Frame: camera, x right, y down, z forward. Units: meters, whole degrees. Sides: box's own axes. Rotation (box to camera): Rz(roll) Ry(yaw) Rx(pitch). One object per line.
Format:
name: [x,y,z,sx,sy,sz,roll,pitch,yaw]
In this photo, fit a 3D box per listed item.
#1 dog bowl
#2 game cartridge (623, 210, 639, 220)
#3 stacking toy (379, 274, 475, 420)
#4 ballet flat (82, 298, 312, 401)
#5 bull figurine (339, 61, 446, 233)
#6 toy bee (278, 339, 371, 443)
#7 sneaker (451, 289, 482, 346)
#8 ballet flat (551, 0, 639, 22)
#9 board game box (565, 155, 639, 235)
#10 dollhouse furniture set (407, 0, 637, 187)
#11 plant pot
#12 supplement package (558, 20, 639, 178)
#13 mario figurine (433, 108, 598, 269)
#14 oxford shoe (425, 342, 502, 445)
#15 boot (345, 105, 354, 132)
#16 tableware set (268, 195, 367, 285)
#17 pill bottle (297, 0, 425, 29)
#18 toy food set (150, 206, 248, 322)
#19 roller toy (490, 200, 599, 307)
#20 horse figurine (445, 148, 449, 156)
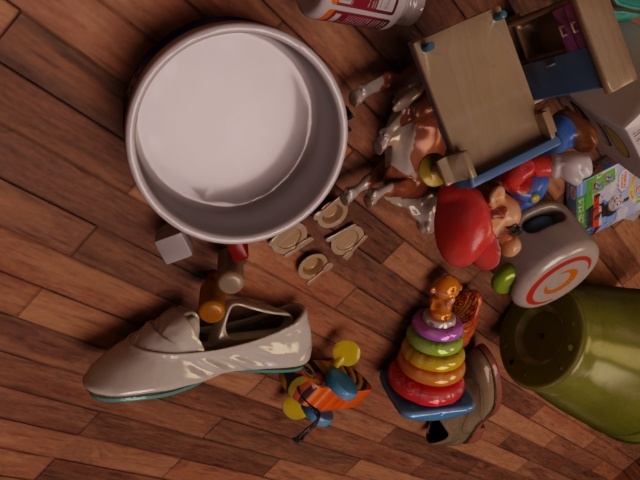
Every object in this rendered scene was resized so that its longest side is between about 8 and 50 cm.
dog bowl: [-0.106,-0.136,0.859,0.264,0.104,0.265,-7,115,-16]
game cartridge: [0.696,-0.080,1.541,0.056,0.017,0.083,7,123,-32]
stacking toy: [0.231,0.199,1.415,0.175,0.166,0.302,-3,118,-16]
ballet flat: [-0.183,0.159,1.133,0.400,0.139,0.139,-2,128,-36]
bull figurine: [0.131,-0.131,1.065,0.188,0.101,0.310,-26,136,-28]
toy bee: [-0.008,0.258,1.321,0.195,0.162,0.298,-42,163,-5]
sneaker: [0.307,0.163,1.491,0.067,0.064,0.175,-29,147,-36]
ballet flat: [0.396,-0.365,1.038,0.247,0.087,0.083,-3,86,-40]
board game box: [0.599,-0.105,1.431,0.211,0.039,0.160,-27,131,-10]
dollhouse furniture set: [0.205,-0.250,0.938,0.303,0.198,0.286,-28,102,-14]
plant pot: [0.606,0.249,1.566,0.353,0.366,0.366,18,117,-29]
supplement package: [0.517,-0.231,1.159,0.149,0.194,0.203,-45,136,9]
mario figurine: [0.312,-0.056,1.094,0.320,0.170,0.198,-40,143,-22]
oxford shoe: [0.332,0.383,1.648,0.130,0.123,0.348,-11,131,-17]
boot: [-0.015,-0.150,0.988,0.045,0.121,0.099,11,92,-55]
tableware set: [0.000,0.000,1.167,0.141,0.020,0.169,-37,137,1]
pill bottle: [0.053,-0.311,0.873,0.152,0.086,0.086,-1,128,-32]
toy food set: [-0.169,-0.006,1.023,0.111,0.104,0.232,-21,119,4]
roller toy: [0.427,0.023,1.366,0.209,0.146,0.191,14,128,-46]
horse figurine: [0.260,-0.169,1.148,0.174,0.066,0.263,-17,132,-29]
